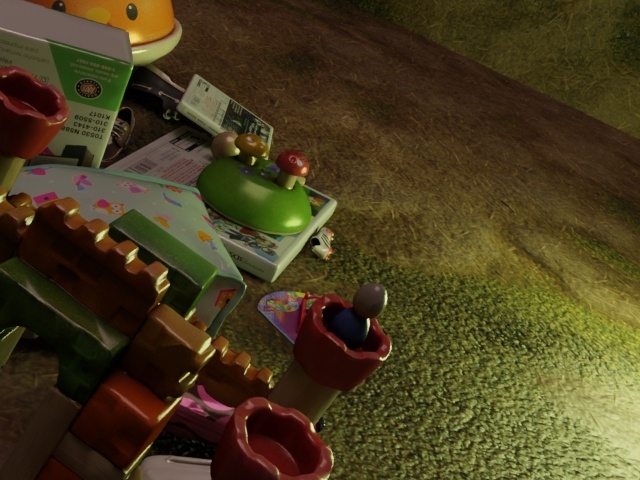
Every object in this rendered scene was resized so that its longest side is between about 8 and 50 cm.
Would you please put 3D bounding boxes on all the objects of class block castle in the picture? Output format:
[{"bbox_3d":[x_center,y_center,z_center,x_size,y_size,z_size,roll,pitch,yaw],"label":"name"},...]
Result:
[{"bbox_3d":[-0.174,0.040,0.873,0.453,0.213,0.303,36,25,2],"label":"block castle"}]

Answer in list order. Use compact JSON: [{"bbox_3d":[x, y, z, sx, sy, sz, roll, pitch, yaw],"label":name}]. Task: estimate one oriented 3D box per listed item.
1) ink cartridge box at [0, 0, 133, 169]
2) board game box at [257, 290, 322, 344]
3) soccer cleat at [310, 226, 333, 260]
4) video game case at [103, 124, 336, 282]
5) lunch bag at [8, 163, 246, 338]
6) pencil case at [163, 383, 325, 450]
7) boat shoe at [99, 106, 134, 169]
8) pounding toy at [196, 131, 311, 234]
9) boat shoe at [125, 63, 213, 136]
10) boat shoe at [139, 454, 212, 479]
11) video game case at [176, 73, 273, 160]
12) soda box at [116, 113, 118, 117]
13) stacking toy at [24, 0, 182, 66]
[{"bbox_3d":[-0.369,-0.142,1.277,0.201,0.278,0.117,13,29,-23],"label":"ink cartridge box"},{"bbox_3d":[0.001,0.105,1.400,0.133,0.033,0.168,-5,37,-46],"label":"board game box"},{"bbox_3d":[0.000,0.000,1.617,0.035,0.029,0.083,29,26,-19],"label":"soccer cleat"},{"bbox_3d":[-0.152,-0.068,1.615,0.300,0.036,0.329,27,24,6],"label":"video game case"},{"bbox_3d":[-0.251,0.017,1.205,0.262,0.160,0.223,14,26,-33],"label":"lunch bag"},{"bbox_3d":[-0.105,0.185,1.071,0.209,0.095,0.098,21,19,0],"label":"pencil case"},{"bbox_3d":[-0.329,-0.160,1.602,0.066,0.066,0.183,20,25,-9],"label":"boat shoe"},{"bbox_3d":[-0.085,-0.113,1.588,0.183,0.110,0.237,19,24,-11],"label":"pounding toy"},{"bbox_3d":[-0.262,-0.238,1.858,0.206,0.075,0.065,37,70,16],"label":"boat shoe"},{"bbox_3d":[-0.050,0.248,0.988,0.258,0.095,0.084,16,30,-19],"label":"boat shoe"},{"bbox_3d":[-0.161,-0.208,1.785,0.173,0.022,0.190,34,19,-13],"label":"video game case"},{"bbox_3d":[-0.410,-0.223,1.570,0.092,0.083,0.263,29,5,-45],"label":"soda box"},{"bbox_3d":[-0.413,-0.562,1.798,0.350,0.480,0.351,4,27,-2],"label":"stacking toy"}]
